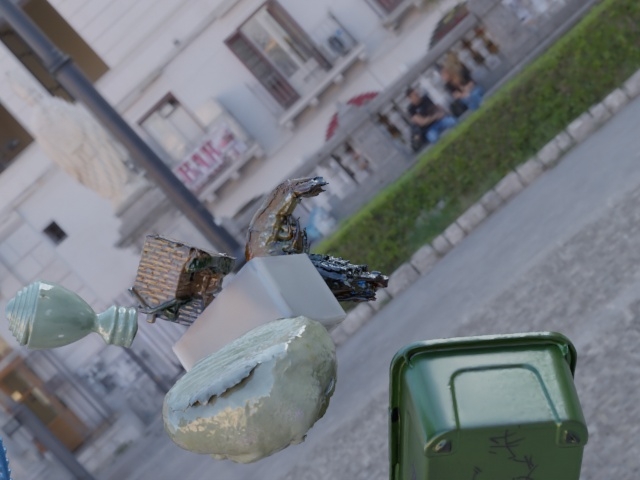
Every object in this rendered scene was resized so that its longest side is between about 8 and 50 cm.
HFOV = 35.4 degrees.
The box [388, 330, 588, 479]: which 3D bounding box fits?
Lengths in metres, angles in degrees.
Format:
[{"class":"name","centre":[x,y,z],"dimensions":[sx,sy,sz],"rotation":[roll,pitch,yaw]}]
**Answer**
[{"class":"box","centre":[0.226,0.298,1.339],"dimensions":[0.252,0.329,0.178],"rotation":[-6,35,-4]}]

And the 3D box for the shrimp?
[{"class":"shrimp","centre":[0.000,0.000,1.790],"dimensions":[0.054,0.290,0.222],"rotation":[6,-81,-66]}]

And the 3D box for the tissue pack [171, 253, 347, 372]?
[{"class":"tissue pack","centre":[-0.101,0.153,1.679],"dimensions":[0.246,0.136,0.159],"rotation":[-47,-23,27]}]

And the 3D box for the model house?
[{"class":"model house","centre":[-0.275,0.086,1.903],"dimensions":[0.183,0.166,0.172],"rotation":[22,-94,-78]}]

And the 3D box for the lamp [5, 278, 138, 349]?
[{"class":"lamp","centre":[-0.368,0.117,1.488],"dimensions":[0.106,0.193,0.106],"rotation":[-170,90,-75]}]

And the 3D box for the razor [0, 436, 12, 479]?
[{"class":"razor","centre":[-0.355,0.343,1.141],"dimensions":[0.082,0.253,0.042],"rotation":[-12,-1,40]}]

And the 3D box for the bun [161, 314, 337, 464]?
[{"class":"bun","centre":[-0.077,0.192,1.232],"dimensions":[0.239,0.141,0.239],"rotation":[-26,7,3]}]
